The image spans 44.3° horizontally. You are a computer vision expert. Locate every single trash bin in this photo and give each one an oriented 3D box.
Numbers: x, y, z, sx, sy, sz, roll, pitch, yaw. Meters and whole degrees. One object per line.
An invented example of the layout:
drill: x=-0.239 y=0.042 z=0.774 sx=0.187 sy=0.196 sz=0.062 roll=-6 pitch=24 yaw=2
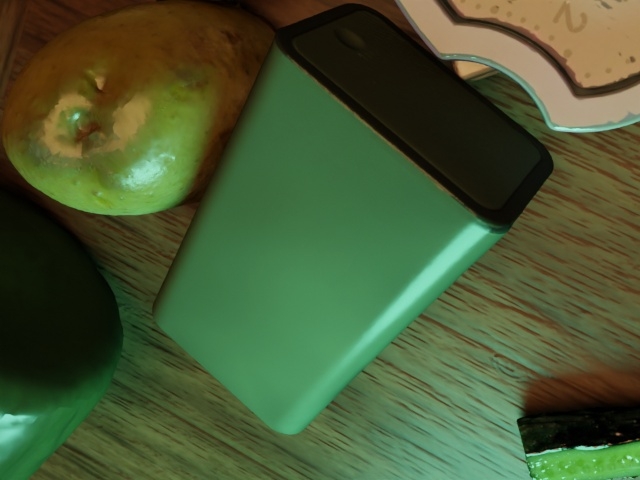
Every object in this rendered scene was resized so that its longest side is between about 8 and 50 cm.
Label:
trash bin: x=0.000 y=0.000 z=0.705 sx=0.223 sy=0.158 sz=0.343 roll=41 pitch=127 yaw=6

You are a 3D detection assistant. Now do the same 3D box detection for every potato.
potato: x=-0.179 y=-0.122 z=0.762 sx=0.286 sy=0.242 sz=0.242 roll=3 pitch=100 yaw=14

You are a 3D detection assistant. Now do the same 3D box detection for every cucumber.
cucumber: x=0.300 y=0.184 z=0.751 sx=0.211 sy=0.062 sz=0.078 roll=-14 pitch=129 yaw=13

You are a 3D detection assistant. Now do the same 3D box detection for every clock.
clock: x=0.202 y=-0.254 z=0.564 sx=0.339 sy=0.102 sz=0.338 roll=3 pitch=102 yaw=13

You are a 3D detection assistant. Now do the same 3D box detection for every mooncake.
mooncake: x=-0.392 y=0.091 z=0.790 sx=0.356 sy=0.356 sz=0.194 roll=43 pitch=111 yaw=6

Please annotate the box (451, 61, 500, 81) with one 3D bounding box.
box: x=0.177 y=-0.288 z=0.674 sx=0.195 sy=0.111 sz=0.260 roll=-16 pitch=94 yaw=19
